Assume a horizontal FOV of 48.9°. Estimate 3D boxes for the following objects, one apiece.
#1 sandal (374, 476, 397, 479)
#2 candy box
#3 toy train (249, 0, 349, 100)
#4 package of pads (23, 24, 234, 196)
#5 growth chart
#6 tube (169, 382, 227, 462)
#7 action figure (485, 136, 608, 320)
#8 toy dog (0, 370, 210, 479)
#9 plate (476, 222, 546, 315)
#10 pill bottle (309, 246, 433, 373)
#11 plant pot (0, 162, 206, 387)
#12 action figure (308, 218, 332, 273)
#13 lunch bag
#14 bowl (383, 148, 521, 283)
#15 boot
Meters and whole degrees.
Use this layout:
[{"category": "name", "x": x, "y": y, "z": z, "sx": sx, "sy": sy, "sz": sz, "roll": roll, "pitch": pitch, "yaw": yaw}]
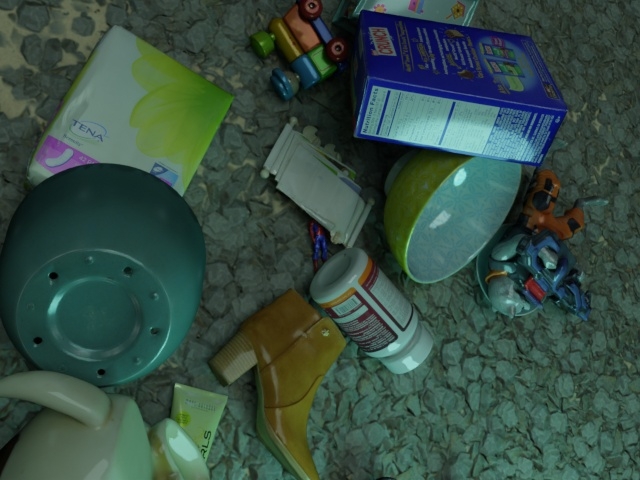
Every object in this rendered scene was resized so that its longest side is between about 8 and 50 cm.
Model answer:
[{"category": "sandal", "x": 0.095, "y": 0.535, "z": 1.218, "sx": 0.097, "sy": 0.054, "sz": 0.255, "roll": 4, "pitch": 90, "yaw": -16}, {"category": "candy box", "x": 0.212, "y": -0.261, "z": 1.175, "sx": 0.317, "sy": 0.122, "sz": 0.268, "roll": 9, "pitch": 40, "yaw": -6}, {"category": "toy train", "x": -0.069, "y": -0.384, "z": 1.264, "sx": 0.143, "sy": 0.105, "sz": 0.248, "roll": -34, "pitch": 96, "yaw": -11}, {"category": "package of pads", "x": -0.304, "y": -0.163, "z": 1.118, "sx": 0.229, "sy": 0.101, "sz": 0.297, "roll": 30, "pitch": 71, "yaw": -18}, {"category": "growth chart", "x": 0.001, "y": -0.102, "z": 1.271, "sx": 0.237, "sy": 0.021, "sz": 0.172, "roll": 43, "pitch": 54, "yaw": -12}, {"category": "tube", "x": -0.217, "y": 0.351, "z": 1.101, "sx": 0.070, "sy": 0.062, "sz": 0.240, "roll": 50, "pitch": 48, "yaw": -59}, {"category": "action figure", "x": 0.439, "y": 0.018, "z": 1.394, "sx": 0.330, "sy": 0.178, "sz": 0.341, "roll": -56, "pitch": 134, "yaw": -15}, {"category": "toy dog", "x": -0.385, "y": 0.370, "z": 0.871, "sx": 0.407, "sy": 0.285, "sz": 0.396, "roll": -19, "pitch": 129, "yaw": 5}, {"category": "plate", "x": 0.389, "y": 0.059, "z": 1.431, "sx": 0.188, "sy": 0.024, "sz": 0.188, "roll": 4, "pitch": 79, "yaw": -23}, {"category": "pill bottle", "x": 0.092, "y": 0.126, "z": 1.227, "sx": 0.221, "sy": 0.121, "sz": 0.121, "roll": 48, "pitch": 67, "yaw": -22}, {"category": "plant pot", "x": -0.294, "y": 0.061, "z": 0.954, "sx": 0.292, "sy": 0.235, "sz": 0.293, "roll": -4, "pitch": 108, "yaw": -12}, {"category": "action figure", "x": 0.000, "y": 0.000, "z": 1.267, "sx": 0.038, "sy": 0.030, "sz": 0.115, "roll": -3, "pitch": 81, "yaw": -21}, {"category": "lunch bag", "x": 0.184, "y": -0.479, "z": 1.320, "sx": 0.223, "sy": 0.160, "sz": 0.262, "roll": 26, "pitch": 94, "yaw": -19}, {"category": "bowl", "x": 0.210, "y": -0.080, "z": 1.284, "sx": 0.289, "sy": 0.290, "sz": 0.156, "roll": -30, "pitch": 51, "yaw": -25}, {"category": "boot", "x": -0.027, "y": 0.243, "z": 1.175, "sx": 0.211, "sy": 0.104, "sz": 0.295, "roll": -36, "pitch": 93, "yaw": -24}]
